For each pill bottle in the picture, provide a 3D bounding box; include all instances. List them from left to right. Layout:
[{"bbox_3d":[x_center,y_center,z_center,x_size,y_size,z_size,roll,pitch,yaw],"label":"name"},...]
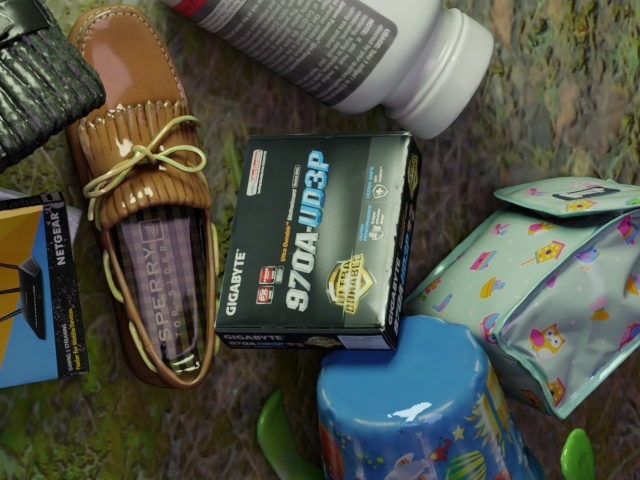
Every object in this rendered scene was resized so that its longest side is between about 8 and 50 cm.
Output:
[{"bbox_3d":[0.008,-0.235,1.899,0.318,0.176,0.176,31,84,-16],"label":"pill bottle"}]

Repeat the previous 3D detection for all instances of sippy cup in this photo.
[{"bbox_3d":[0.098,0.202,1.883,0.305,0.240,0.224,-17,127,-2],"label":"sippy cup"}]

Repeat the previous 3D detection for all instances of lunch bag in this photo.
[{"bbox_3d":[0.246,0.033,1.963,0.262,0.223,0.160,-46,110,-11],"label":"lunch bag"}]

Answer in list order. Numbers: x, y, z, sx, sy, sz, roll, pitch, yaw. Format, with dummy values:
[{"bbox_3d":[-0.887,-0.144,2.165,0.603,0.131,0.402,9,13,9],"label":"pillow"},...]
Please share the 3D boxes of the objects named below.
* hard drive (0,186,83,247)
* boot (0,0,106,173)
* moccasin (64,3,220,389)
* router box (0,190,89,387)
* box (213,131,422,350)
[{"bbox_3d":[-0.312,-0.003,1.892,0.135,0.022,0.094,16,88,-17],"label":"hard drive"},{"bbox_3d":[-0.393,-0.148,1.722,0.348,0.131,0.260,-28,99,-7],"label":"boot"},{"bbox_3d":[-0.171,-0.040,1.868,0.139,0.147,0.380,-6,95,-17],"label":"moccasin"},{"bbox_3d":[-0.302,0.051,1.862,0.133,0.046,0.179,-10,108,-11],"label":"router box"},{"bbox_3d":[0.000,0.000,1.885,0.175,0.051,0.220,0,63,19],"label":"box"}]
